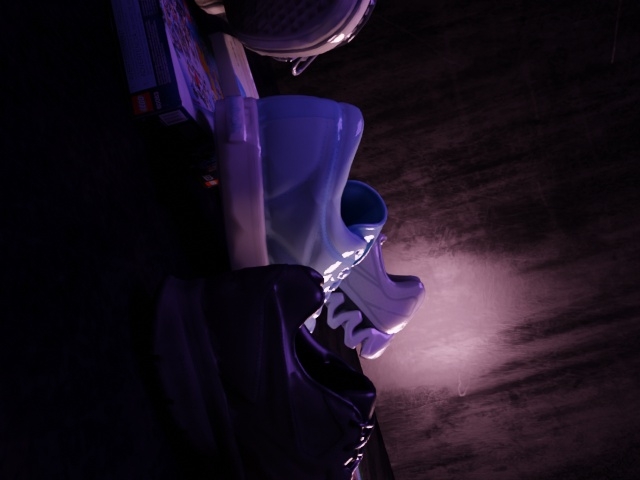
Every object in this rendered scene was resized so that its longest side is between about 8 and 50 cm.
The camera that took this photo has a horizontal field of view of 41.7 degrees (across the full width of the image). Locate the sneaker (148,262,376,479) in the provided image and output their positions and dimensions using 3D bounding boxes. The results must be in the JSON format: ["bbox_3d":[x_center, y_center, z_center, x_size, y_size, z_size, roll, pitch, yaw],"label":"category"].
[{"bbox_3d":[-0.017,0.147,0.561,0.109,0.130,0.286,-101,176,-71],"label":"sneaker"}]

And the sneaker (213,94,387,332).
[{"bbox_3d":[-0.009,0.015,0.808,0.366,0.150,0.135,87,-2,-53],"label":"sneaker"}]

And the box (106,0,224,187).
[{"bbox_3d":[-0.131,-0.153,0.771,0.233,0.044,0.159,57,18,-78],"label":"box"}]

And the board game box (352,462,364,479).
[{"bbox_3d":[0.010,0.285,0.848,0.318,0.066,0.317,61,14,-76],"label":"board game box"}]

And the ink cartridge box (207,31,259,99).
[{"bbox_3d":[-0.116,-0.185,0.998,0.180,0.060,0.104,-82,155,-80],"label":"ink cartridge box"}]

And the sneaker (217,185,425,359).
[{"bbox_3d":[0.000,0.000,0.976,0.292,0.118,0.110,45,10,-8],"label":"sneaker"}]

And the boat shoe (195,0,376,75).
[{"bbox_3d":[-0.030,-0.299,0.986,0.186,0.156,0.500,-63,-154,8],"label":"boat shoe"}]
